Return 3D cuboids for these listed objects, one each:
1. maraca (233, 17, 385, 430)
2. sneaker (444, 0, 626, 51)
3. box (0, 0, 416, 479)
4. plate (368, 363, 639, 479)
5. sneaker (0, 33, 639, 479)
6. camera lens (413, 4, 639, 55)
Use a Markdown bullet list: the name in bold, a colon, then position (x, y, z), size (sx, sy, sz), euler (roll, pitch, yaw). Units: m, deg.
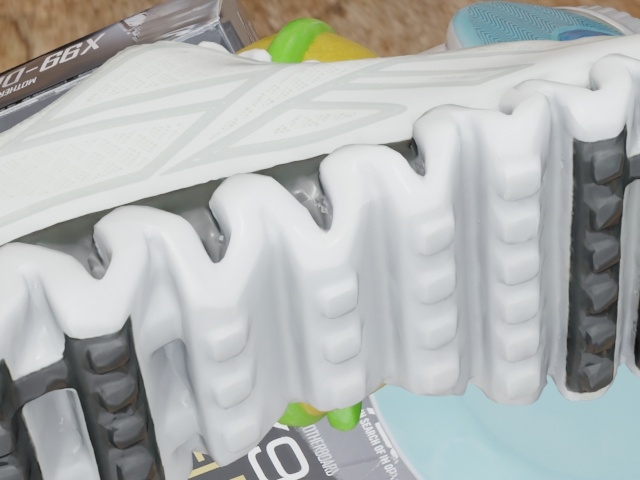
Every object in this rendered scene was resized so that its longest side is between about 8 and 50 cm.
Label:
- **maraca**: position (0.000, 0.000, 0.640), size (0.099, 0.185, 0.127), euler (6, 78, 13)
- **sneaker**: position (0.147, 0.019, 1.071), size (0.127, 0.319, 0.208), euler (-6, 128, -29)
- **box**: position (-0.093, 0.044, 1.067), size (0.242, 0.076, 0.307), euler (-21, 114, 12)
- **plate**: position (0.103, 0.044, 0.789), size (0.188, 0.024, 0.188), euler (9, 112, 25)
- **sneaker**: position (0.005, -0.012, 0.507), size (0.292, 0.118, 0.110), euler (-15, 135, -17)
- **camera lens**: position (0.136, -0.048, 1.482), size (0.274, 0.219, 0.219), euler (-26, 116, -40)
